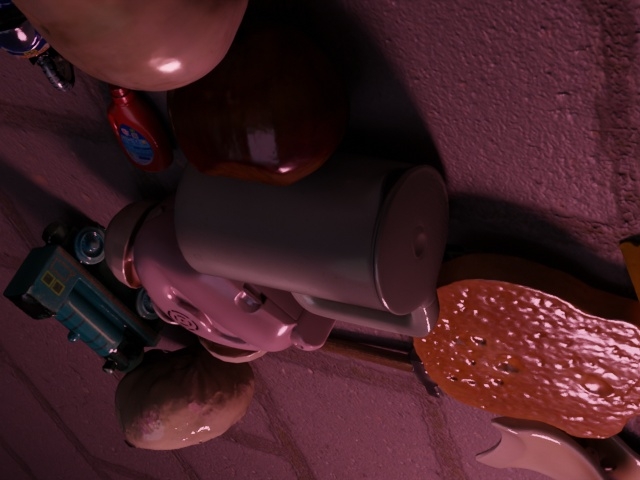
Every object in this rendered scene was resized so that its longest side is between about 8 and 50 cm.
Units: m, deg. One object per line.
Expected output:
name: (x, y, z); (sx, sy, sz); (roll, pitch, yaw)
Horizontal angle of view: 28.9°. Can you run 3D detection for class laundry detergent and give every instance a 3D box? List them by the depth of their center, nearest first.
laundry detergent: (-0.272, -0.174, 1.807); (0.097, 0.049, 0.165); (17, 147, 28)

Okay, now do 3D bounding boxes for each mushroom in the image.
mushroom: (-0.185, -0.315, 1.212); (0.353, 0.325, 0.353); (23, 129, 30)

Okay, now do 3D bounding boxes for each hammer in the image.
hammer: (0.048, 0.183, 2.103); (0.365, 0.043, 0.111); (11, 148, 34)

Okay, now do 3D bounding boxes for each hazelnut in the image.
hazelnut: (-0.069, -0.169, 1.480); (0.217, 0.217, 0.251); (46, 169, -27)

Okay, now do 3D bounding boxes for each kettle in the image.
kettle: (-0.008, 0.000, 1.643); (0.318, 0.205, 0.265); (10, 108, 30)

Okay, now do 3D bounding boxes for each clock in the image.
clock: (-0.154, 0.056, 1.950); (0.342, 0.184, 0.325); (47, 152, -19)

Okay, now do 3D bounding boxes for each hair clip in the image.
hair clip: (0.404, 0.345, 1.979); (0.282, 0.113, 0.172); (28, 151, 14)

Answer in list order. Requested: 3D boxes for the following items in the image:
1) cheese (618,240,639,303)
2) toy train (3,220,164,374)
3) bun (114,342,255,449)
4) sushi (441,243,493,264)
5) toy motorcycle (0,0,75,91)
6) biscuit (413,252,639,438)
cheese: (0.439, 0.064, 1.522); (0.171, 0.126, 0.093); (53, 154, -4)
toy train: (-0.408, 0.107, 2.222); (0.120, 0.194, 0.298); (-8, 135, 46)
bun: (-0.258, 0.279, 2.306); (0.272, 0.273, 0.168); (4, 113, 38)
sushi: (0.169, 0.054, 1.789); (0.201, 0.031, 0.139); (9, 146, 33)
toy motorcycle: (-0.341, -0.306, 1.358); (0.113, 0.169, 0.315); (-17, 104, 7)
biscuit: (0.304, 0.148, 1.765); (0.365, 0.062, 0.385); (16, 148, 9)
